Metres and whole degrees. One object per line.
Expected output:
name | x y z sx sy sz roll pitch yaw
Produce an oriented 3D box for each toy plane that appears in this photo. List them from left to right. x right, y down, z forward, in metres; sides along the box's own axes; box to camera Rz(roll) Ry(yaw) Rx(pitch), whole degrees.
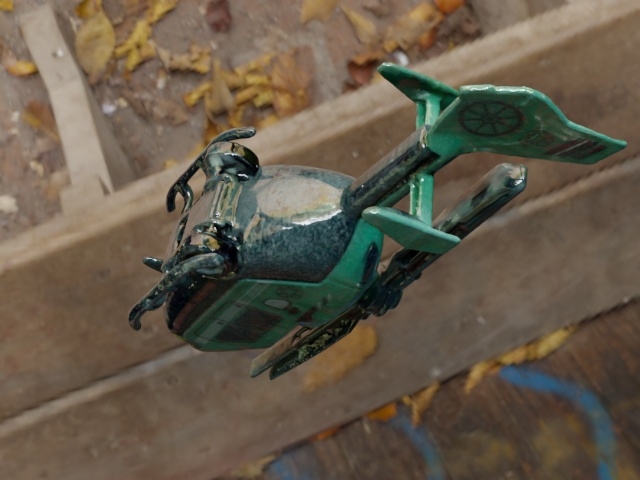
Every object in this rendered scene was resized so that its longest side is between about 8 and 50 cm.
toy plane | 0.000 0.000 0.454 0.096 0.060 0.235 25 147 -19
